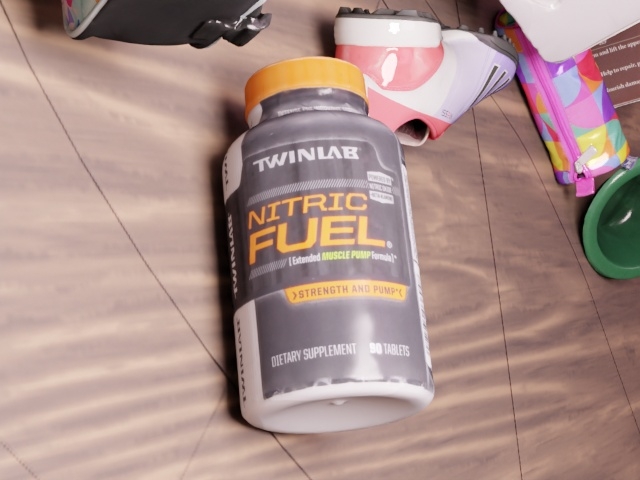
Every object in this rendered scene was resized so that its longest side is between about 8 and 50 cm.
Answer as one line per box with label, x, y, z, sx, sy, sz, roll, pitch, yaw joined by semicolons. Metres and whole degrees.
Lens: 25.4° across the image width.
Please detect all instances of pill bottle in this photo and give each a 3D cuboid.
pill bottle;0.000;0.000;0.974;0.130;0.130;0.246;26;52;-57

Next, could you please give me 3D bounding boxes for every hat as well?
hat;0.369;-0.063;1.830;0.208;0.173;0.183;57;-4;-40

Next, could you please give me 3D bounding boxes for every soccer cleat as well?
soccer cleat;0.097;-0.142;1.298;0.318;0.108;0.116;-6;102;-65

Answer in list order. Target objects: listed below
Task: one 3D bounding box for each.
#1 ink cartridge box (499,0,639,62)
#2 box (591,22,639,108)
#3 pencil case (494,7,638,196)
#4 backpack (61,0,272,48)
ink cartridge box;0.211;-0.429;1.504;0.285;0.166;0.395;36;33;-52
box;0.365;-0.275;1.799;0.168;0.167;0.203;-31;104;-63
pencil case;0.288;-0.177;1.678;0.236;0.104;0.104;63;28;-19
backpack;-0.102;-0.258;0.807;0.191;0.225;0.254;6;68;-30
